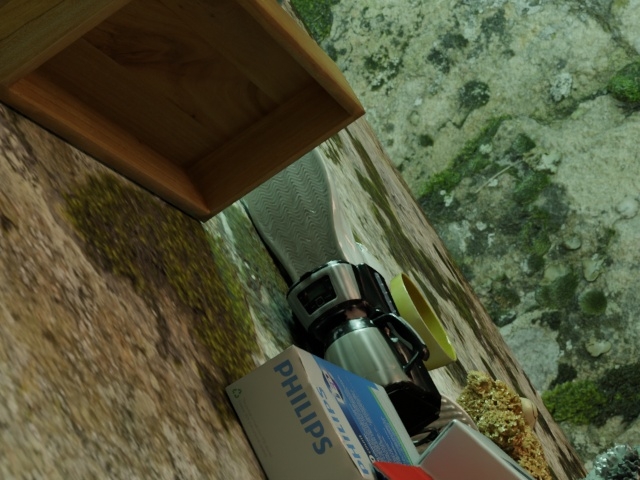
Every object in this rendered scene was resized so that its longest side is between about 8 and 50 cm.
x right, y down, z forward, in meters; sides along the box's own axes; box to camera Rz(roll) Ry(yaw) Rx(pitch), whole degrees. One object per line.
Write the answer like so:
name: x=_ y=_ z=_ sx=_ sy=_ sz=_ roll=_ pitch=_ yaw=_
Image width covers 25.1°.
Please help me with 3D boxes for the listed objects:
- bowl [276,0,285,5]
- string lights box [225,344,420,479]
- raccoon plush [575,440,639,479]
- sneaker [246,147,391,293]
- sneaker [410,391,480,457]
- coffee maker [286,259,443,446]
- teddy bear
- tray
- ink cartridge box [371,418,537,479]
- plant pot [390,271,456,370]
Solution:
bowl: x=-0.153 y=-0.281 z=1.411 sx=0.163 sy=0.311 sz=0.311 roll=39 pitch=7 yaw=10
string lights box: x=0.020 y=0.187 z=1.303 sx=0.133 sy=0.077 sz=0.259 roll=62 pitch=11 yaw=22
raccoon plush: x=0.382 y=0.409 z=1.751 sx=0.216 sy=0.299 sz=0.446 roll=55 pitch=11 yaw=-20
sneaker: x=0.000 y=0.000 z=1.750 sx=0.169 sy=0.108 sz=0.292 roll=22 pitch=47 yaw=-77
sneaker: x=0.150 y=0.269 z=1.719 sx=0.282 sy=0.102 sz=0.161 roll=50 pitch=-7 yaw=-16
coffee maker: x=0.048 y=0.129 z=1.574 sx=0.171 sy=0.120 sz=0.178 roll=76 pitch=-9 yaw=-58
teddy bear: x=0.299 y=0.335 z=2.137 sx=0.245 sy=0.113 sz=0.338 roll=57 pitch=10 yaw=-18
tray: x=-0.120 y=-0.148 z=1.282 sx=0.076 sy=0.203 sz=0.411 roll=60 pitch=10 yaw=23
ink cartridge box: x=0.205 y=0.275 z=1.252 sx=0.296 sy=0.066 sz=0.261 roll=40 pitch=2 yaw=23
plant pot: x=0.100 y=0.122 z=1.853 sx=0.134 sy=0.095 sz=0.134 roll=55 pitch=11 yaw=-15
